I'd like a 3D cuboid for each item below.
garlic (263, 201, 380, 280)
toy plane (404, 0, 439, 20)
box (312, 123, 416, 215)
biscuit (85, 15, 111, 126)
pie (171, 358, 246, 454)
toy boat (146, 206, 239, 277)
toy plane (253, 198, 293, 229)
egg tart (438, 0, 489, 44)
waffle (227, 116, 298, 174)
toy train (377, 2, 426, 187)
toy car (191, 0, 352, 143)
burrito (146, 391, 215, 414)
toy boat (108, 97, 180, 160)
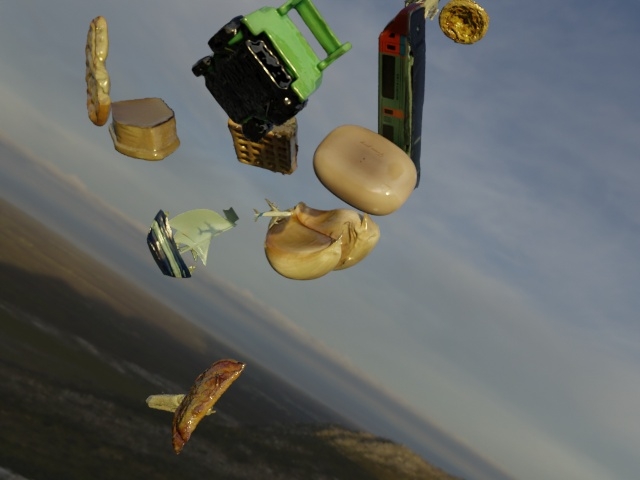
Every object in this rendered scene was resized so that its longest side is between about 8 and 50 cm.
[{"bbox_3d":[0.000,0.000,1.999,0.313,0.249,0.286,22,11,36],"label":"garlic"},{"bbox_3d":[0.241,-0.547,1.572,0.082,0.234,0.160,44,36,20],"label":"toy plane"},{"bbox_3d":[0.082,-0.133,1.303,0.200,0.146,0.088,34,-17,17],"label":"box"},{"bbox_3d":[-0.521,-0.382,1.620,0.045,0.299,0.154,3,-30,-27],"label":"biscuit"},{"bbox_3d":[-0.215,0.279,1.216,0.088,0.191,0.033,7,-37,52],"label":"pie"},{"bbox_3d":[-0.376,0.007,2.062,0.291,0.210,0.070,-4,11,-34],"label":"toy boat"},{"bbox_3d":[-0.100,-0.056,1.453,0.024,0.084,0.078,-105,-170,-53],"label":"toy plane"},{"bbox_3d":[0.361,-0.552,1.722,0.128,0.049,0.129,19,-37,15],"label":"egg tart"},{"bbox_3d":[-0.181,-0.326,2.255,0.224,0.098,0.328,16,-14,4],"label":"waffle"},{"bbox_3d":[0.164,-0.284,1.434,0.089,0.086,0.409,18,-51,29],"label":"toy train"},{"bbox_3d":[-0.110,-0.345,1.390,0.213,0.176,0.358,51,-22,-11],"label":"toy car"},{"bbox_3d":[-0.319,0.373,1.573,0.185,0.045,0.041,-6,1,33],"label":"burrito"},{"bbox_3d":[-0.316,-0.202,1.240,0.188,0.116,0.061,-132,-142,-53],"label":"toy boat"}]
